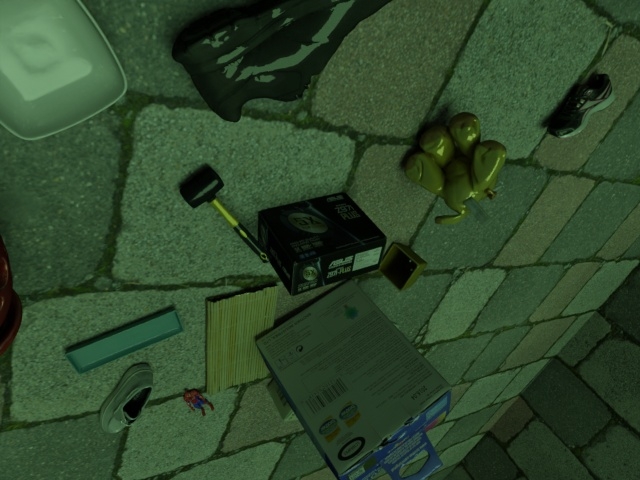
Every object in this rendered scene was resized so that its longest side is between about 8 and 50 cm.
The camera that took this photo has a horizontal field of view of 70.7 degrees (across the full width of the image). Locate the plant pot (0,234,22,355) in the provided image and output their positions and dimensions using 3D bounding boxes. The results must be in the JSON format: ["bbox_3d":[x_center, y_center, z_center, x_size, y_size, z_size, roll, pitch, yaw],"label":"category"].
[{"bbox_3d":[-0.447,0.063,0.497,0.191,0.191,0.174,-14,137,-26],"label":"plant pot"}]

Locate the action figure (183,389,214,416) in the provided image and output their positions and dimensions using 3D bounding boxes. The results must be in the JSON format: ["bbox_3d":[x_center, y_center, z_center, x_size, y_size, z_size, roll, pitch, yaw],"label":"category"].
[{"bbox_3d":[-0.280,0.368,1.027,0.038,0.030,0.115,-28,137,-4],"label":"action figure"}]

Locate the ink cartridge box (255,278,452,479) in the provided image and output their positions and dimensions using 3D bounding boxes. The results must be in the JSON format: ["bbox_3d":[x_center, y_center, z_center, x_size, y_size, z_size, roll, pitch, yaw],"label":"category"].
[{"bbox_3d":[0.079,0.309,0.935,0.270,0.395,0.151,-32,139,-14],"label":"ink cartridge box"}]

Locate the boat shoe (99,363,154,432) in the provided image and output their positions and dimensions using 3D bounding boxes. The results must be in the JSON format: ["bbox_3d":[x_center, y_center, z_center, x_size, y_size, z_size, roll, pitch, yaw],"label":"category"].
[{"bbox_3d":[-0.376,0.327,0.889,0.066,0.063,0.184,23,112,-46],"label":"boat shoe"}]

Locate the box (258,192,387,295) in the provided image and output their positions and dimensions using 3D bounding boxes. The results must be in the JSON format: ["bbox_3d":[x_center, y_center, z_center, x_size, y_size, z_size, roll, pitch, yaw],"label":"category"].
[{"bbox_3d":[0.000,0.000,0.796,0.180,0.147,0.077,-14,135,-24],"label":"box"}]

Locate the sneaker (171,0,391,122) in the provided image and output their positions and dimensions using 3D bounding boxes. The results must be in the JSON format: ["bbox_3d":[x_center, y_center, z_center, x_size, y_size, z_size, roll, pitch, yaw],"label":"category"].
[{"bbox_3d":[-0.033,-0.250,0.568,0.286,0.109,0.130,-25,131,-1],"label":"sneaker"}]

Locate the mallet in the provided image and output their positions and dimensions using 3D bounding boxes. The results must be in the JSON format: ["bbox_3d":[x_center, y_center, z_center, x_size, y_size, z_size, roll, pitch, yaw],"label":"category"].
[{"bbox_3d":[-0.132,-0.036,0.715,0.062,0.039,0.190,-44,122,5],"label":"mallet"}]

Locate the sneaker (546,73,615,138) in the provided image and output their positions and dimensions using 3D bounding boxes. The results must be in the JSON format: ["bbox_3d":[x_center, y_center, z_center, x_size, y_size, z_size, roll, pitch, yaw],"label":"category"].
[{"bbox_3d":[0.574,-0.305,1.007,0.178,0.072,0.077,-42,128,-7],"label":"sneaker"}]

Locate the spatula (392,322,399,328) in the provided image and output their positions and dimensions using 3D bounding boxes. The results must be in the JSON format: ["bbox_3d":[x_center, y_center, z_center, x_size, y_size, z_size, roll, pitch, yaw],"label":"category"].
[{"bbox_3d":[0.101,0.276,1.230,0.242,0.019,0.168,21,116,-42],"label":"spatula"}]

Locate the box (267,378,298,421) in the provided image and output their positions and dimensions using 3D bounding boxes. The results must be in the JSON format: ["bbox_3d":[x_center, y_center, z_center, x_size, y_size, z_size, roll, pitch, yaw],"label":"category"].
[{"bbox_3d":[0.005,0.397,1.198,0.275,0.113,0.094,16,117,-42],"label":"box"}]

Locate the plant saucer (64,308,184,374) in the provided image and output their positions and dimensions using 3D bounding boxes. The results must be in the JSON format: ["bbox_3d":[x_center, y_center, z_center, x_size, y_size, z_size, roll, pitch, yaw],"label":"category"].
[{"bbox_3d":[-0.346,0.177,0.809,0.192,0.018,0.067,-21,137,-18],"label":"plant saucer"}]

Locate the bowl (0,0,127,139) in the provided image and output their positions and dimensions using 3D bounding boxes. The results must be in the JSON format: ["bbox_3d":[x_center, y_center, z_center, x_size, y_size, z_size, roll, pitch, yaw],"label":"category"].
[{"bbox_3d":[-0.296,-0.192,0.474,0.142,0.053,0.142,-30,138,-9],"label":"bowl"}]

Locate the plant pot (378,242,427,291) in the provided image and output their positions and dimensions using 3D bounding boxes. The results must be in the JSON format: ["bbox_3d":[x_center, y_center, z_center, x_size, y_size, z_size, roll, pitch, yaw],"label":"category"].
[{"bbox_3d":[0.201,0.060,1.054,0.083,0.081,0.081,-2,129,-48],"label":"plant pot"}]

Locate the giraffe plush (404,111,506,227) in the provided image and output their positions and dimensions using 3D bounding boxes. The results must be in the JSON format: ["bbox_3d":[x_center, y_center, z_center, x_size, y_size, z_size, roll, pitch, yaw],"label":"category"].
[{"bbox_3d":[0.292,-0.132,0.888,0.181,0.210,0.170,-25,176,34],"label":"giraffe plush"}]

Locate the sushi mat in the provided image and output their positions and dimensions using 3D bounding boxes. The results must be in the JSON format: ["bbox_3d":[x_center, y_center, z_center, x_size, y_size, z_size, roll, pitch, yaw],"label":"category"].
[{"bbox_3d":[-0.173,0.221,0.975,0.151,0.019,0.316,-13,134,-28],"label":"sushi mat"}]
